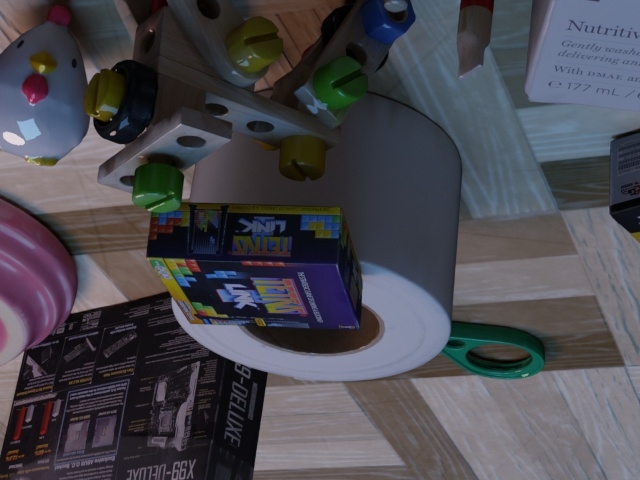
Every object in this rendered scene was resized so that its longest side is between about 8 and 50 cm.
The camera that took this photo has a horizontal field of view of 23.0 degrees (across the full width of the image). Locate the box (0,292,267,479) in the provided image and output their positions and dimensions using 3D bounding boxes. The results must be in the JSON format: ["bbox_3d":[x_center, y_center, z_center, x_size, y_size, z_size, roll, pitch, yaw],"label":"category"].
[{"bbox_3d":[-0.202,0.184,1.688,0.307,0.242,0.076,-14,144,31],"label":"box"}]

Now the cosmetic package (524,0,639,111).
[{"bbox_3d":[0.260,-0.237,0.943,0.217,0.156,0.385,8,151,3],"label":"cosmetic package"}]

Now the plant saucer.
[{"bbox_3d":[-0.424,0.048,1.649,0.332,0.084,0.332,4,148,2],"label":"plant saucer"}]

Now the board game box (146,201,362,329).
[{"bbox_3d":[-0.045,0.023,1.197,0.141,0.048,0.170,3,161,8],"label":"board game box"}]

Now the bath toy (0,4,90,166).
[{"bbox_3d":[-0.345,-0.162,1.248,0.348,0.151,0.129,16,106,-13],"label":"bath toy"}]

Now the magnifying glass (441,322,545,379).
[{"bbox_3d":[0.138,0.103,1.695,0.231,0.026,0.092,17,149,-21],"label":"magnifying glass"}]

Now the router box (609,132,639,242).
[{"bbox_3d":[0.436,-0.035,1.328,0.309,0.081,0.243,-17,143,36],"label":"router box"}]

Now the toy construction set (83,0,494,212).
[{"bbox_3d":[-0.027,-0.118,1.128,0.308,0.237,0.257,-10,146,27],"label":"toy construction set"}]

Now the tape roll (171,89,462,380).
[{"bbox_3d":[0.000,0.000,1.398,0.246,0.169,0.246,5,149,3],"label":"tape roll"}]
